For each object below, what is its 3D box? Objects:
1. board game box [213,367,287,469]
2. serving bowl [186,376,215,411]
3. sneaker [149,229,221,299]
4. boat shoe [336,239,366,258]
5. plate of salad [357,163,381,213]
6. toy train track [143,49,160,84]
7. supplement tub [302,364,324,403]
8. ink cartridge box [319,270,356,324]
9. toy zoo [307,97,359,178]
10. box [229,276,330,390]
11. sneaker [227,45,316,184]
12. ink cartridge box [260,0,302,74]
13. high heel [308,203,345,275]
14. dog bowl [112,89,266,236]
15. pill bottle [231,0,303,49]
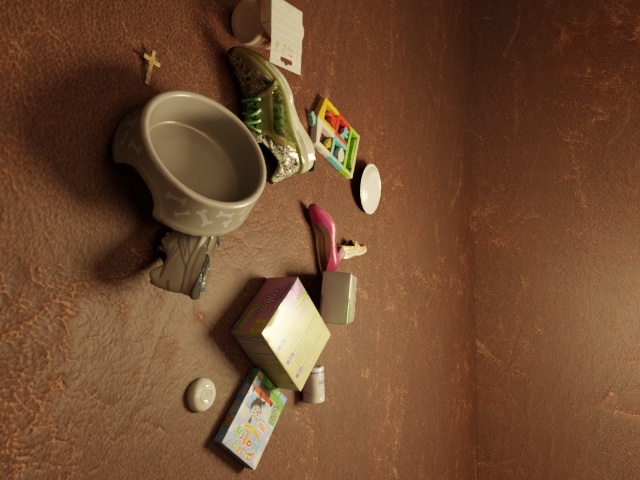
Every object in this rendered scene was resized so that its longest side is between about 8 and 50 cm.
[{"bbox_3d":[-0.183,0.481,1.296,0.160,0.039,0.211,58,44,-34],"label":"board game box"},{"bbox_3d":[-0.286,0.378,1.171,0.083,0.027,0.083,8,80,-54],"label":"serving bowl"},{"bbox_3d":[-0.303,0.000,1.113,0.297,0.130,0.110,-83,-176,-48],"label":"sneaker"},{"bbox_3d":[0.115,0.026,1.753,0.170,0.063,0.059,-17,106,-54],"label":"boat shoe"},{"bbox_3d":[0.192,-0.205,1.904,0.200,0.048,0.199,-17,110,-59],"label":"plate of salad"},{"bbox_3d":[-0.399,-0.401,1.113,0.048,0.014,0.083,24,73,-59],"label":"toy train track"},{"bbox_3d":[-0.023,0.448,1.502,0.071,0.071,0.107,1,86,-55],"label":"supplement tub"},{"bbox_3d":[0.061,0.186,1.553,0.219,0.093,0.160,45,50,-79],"label":"ink cartridge box"},{"bbox_3d":[0.046,-0.375,1.728,0.293,0.030,0.192,37,57,-48],"label":"toy zoo"},{"bbox_3d":[-0.105,0.263,1.365,0.213,0.118,0.242,-57,131,-41],"label":"box"},{"bbox_3d":[-0.164,-0.335,1.346,0.182,0.158,0.410,-42,117,-28],"label":"sneaker"},{"bbox_3d":[-0.107,-0.563,1.323,0.146,0.045,0.179,-4,99,-57],"label":"ink cartridge box"},{"bbox_3d":[0.000,0.000,1.594,0.117,0.082,0.243,-48,130,-34],"label":"high heel"},{"bbox_3d":[-0.274,-0.184,1.077,0.349,0.102,0.348,27,46,-32],"label":"dog bowl"},{"bbox_3d":[-0.147,-0.623,1.403,0.216,0.121,0.121,-21,103,-55],"label":"pill bottle"}]
